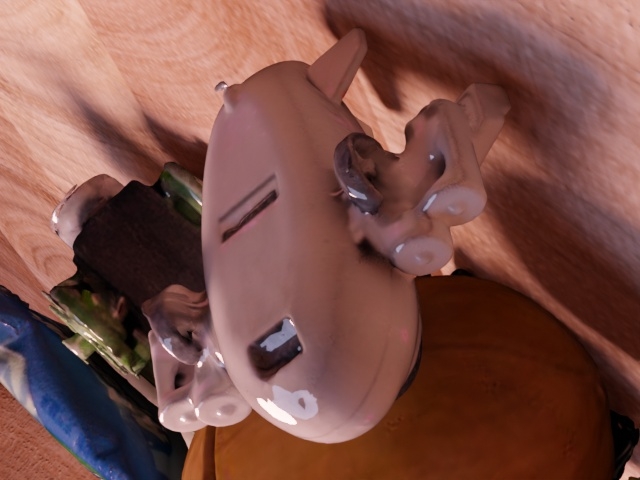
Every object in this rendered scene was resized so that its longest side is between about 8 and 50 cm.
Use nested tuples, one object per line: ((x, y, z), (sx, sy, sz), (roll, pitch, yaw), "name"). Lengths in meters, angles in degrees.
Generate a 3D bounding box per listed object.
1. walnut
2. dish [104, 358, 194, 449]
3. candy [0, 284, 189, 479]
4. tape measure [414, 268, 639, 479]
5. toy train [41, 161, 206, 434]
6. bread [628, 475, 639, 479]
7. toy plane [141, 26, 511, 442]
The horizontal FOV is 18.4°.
((0.030, 0.144, 1.120), (0.203, 0.298, 0.203), (40, -155, -24), "walnut")
((-0.085, 0.148, 1.751), (0.256, 0.117, 0.256), (28, -157, -13), "dish")
((-0.184, 0.135, 1.571), (0.331, 0.077, 0.187), (42, 179, 24), "candy")
((0.107, 0.120, 1.295), (0.199, 0.112, 0.186), (45, 160, 14), "tape measure")
((-0.073, 0.079, 1.545), (0.307, 0.173, 0.249), (39, 172, 13), "toy train")
((0.271, 0.177, 1.072), (0.233, 0.088, 0.161), (39, 170, 5), "bread")
((-0.003, -0.002, 1.024), (0.118, 0.252, 0.252), (31, 174, -33), "toy plane")
